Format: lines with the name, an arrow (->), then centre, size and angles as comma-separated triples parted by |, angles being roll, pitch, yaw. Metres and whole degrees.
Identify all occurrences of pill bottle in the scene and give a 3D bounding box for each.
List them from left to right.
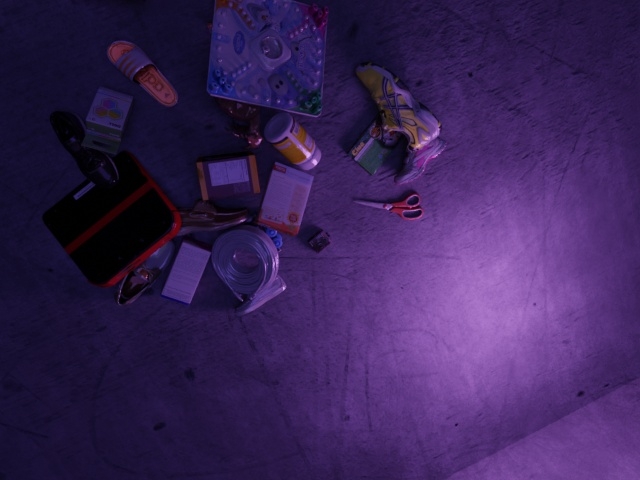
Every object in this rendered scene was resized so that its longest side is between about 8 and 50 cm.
pill bottle -> -0.093, -0.344, 1.695 | 0.119, 0.119, 0.208 | -48, 137, 3

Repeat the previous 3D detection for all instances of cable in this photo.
cable -> -0.273, 0.070, 1.768 | 0.257, 0.089, 0.257 | -38, 98, 24

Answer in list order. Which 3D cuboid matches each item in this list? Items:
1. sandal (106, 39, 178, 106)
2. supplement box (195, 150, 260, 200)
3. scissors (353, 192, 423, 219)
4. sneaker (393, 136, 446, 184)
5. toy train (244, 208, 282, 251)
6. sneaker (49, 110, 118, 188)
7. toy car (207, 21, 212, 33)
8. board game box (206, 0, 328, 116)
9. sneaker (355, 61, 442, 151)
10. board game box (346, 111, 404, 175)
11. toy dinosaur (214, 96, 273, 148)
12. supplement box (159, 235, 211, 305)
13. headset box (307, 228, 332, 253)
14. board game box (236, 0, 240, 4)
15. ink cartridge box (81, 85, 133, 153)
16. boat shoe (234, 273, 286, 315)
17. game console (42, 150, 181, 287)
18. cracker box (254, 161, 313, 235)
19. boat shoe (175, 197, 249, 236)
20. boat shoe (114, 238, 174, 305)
sandal -> -0.581, -0.555, 1.587 | 0.265, 0.076, 0.102 | 41, 92, -19
supplement box -> -0.321, -0.230, 1.670 | 0.193, 0.191, 0.129 | -9, 106, -10
scissors -> 0.275, -0.126, 1.920 | 0.296, 0.021, 0.109 | -7, 108, -12
sneaker -> 0.363, -0.325, 1.855 | 0.111, 0.103, 0.252 | 43, 86, -15
toy train -> -0.214, -0.028, 1.808 | 0.105, 0.080, 0.184 | -24, 108, 0
sneaker -> -0.781, -0.289, 1.563 | 0.107, 0.124, 0.283 | -35, 98, 0
toy car -> -0.320, -0.705, 1.616 | 0.121, 0.060, 0.041 | 3, 106, -14
board game box -> -0.161, -0.637, 1.587 | 0.389, 0.050, 0.391 | 6, 83, -21
sneaker -> 0.261, -0.484, 1.733 | 0.384, 0.145, 0.147 | 43, 98, -2
board game box -> 0.231, -0.392, 1.839 | 0.136, 0.030, 0.260 | 39, 93, -21
toy dinosaur -> -0.289, -0.461, 1.659 | 0.295, 0.127, 0.200 | 41, 100, -13
supplement box -> -0.493, 0.108, 1.762 | 0.113, 0.111, 0.220 | 21, 99, -17
headset box -> 0.000, 0.000, 1.886 | 0.083, 0.032, 0.062 | -38, 109, 1
board game box -> -0.240, -0.729, 1.637 | 0.133, 0.033, 0.169 | 8, 94, -36
ink cartridge box -> -0.687, -0.390, 1.551 | 0.108, 0.062, 0.210 | 14, 58, -16
boat shoe -> -0.245, 0.208, 1.869 | 0.227, 0.079, 0.081 | -32, 100, -8
game console -> -0.711, -0.067, 1.651 | 0.386, 0.060, 0.342 | -39, 84, -1
cracker box -> -0.132, -0.151, 1.757 | 0.155, 0.067, 0.233 | 20, 76, -16
boat shoe -> -0.419, -0.092, 1.723 | 0.324, 0.123, 0.117 | -10, 102, -10
boat shoe -> -0.631, 0.114, 1.736 | 0.113, 0.103, 0.302 | 35, 95, -19
